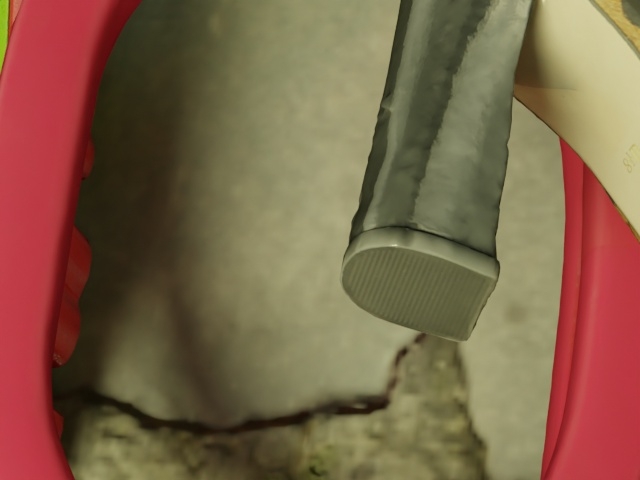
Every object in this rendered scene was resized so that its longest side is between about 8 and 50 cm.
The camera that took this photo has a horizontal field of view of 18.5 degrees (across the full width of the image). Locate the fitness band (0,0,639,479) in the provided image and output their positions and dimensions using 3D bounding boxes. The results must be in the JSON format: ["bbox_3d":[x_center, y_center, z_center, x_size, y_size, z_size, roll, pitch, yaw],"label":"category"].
[{"bbox_3d":[0.000,0.000,0.599,0.209,0.054,0.290,8,68,-2],"label":"fitness band"}]

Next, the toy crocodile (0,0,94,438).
[{"bbox_3d":[-0.121,0.002,0.654,0.105,0.115,0.340,-2,70,15],"label":"toy crocodile"}]

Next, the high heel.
[{"bbox_3d":[0.141,-0.026,0.556,0.261,0.093,0.186,21,55,-10],"label":"high heel"}]
